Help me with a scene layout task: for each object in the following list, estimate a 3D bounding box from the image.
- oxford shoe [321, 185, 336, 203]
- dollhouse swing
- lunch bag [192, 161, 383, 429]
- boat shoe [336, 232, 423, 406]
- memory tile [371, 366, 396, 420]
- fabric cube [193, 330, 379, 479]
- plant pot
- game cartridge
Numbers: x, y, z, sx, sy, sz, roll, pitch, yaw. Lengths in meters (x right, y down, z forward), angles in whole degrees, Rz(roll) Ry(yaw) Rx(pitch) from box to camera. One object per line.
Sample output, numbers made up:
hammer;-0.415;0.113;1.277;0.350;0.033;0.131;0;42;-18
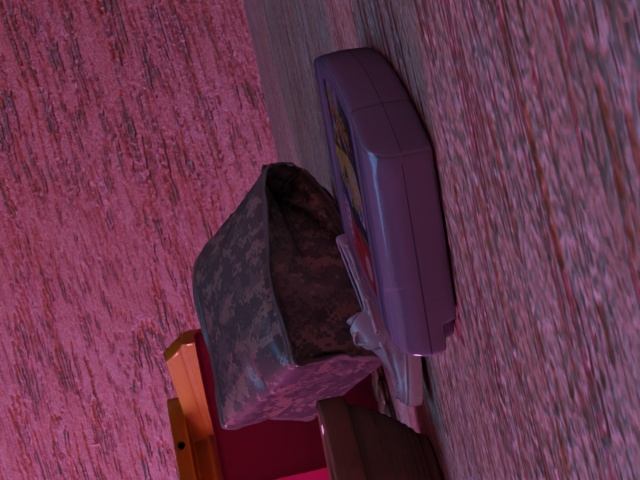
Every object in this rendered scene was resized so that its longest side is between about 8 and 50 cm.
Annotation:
oxford shoe;0.000;0.000;1.631;0.227;0.083;0.096;-110;16;-50
dollhouse swing;-0.089;0.334;2.024;0.305;0.347;0.315;86;171;-62
lunch bag;-0.051;0.068;1.478;0.235;0.169;0.287;-47;52;50
boat shoe;0.056;0.075;1.125;0.066;0.063;0.184;118;140;-84
memory tile;0.090;0.237;1.565;0.113;0.012;0.148;84;173;-60
fabric cube;-0.039;0.272;1.762;0.258;0.254;0.259;84;173;-62
plant pot;0.072;0.274;1.208;0.237;0.110;0.237;169;90;-86
game cartridge;0.047;-0.054;0.959;0.294;0.060;0.196;-111;13;-67
